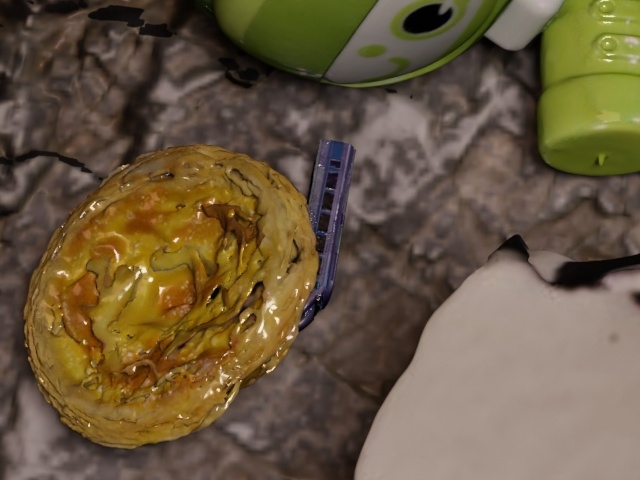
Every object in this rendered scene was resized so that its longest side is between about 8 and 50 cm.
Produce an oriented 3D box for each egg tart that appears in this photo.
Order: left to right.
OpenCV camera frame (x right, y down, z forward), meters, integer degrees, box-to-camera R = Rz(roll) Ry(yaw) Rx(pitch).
[{"bbox_3d":[-0.054,0.023,0.740,0.128,0.049,0.129,-12,59,21],"label":"egg tart"}]

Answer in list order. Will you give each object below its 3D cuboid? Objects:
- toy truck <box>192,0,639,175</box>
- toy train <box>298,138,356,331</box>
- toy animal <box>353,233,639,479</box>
[{"bbox_3d":[0.062,-0.139,0.773,0.210,0.148,0.187,21,63,-10],"label":"toy truck"},{"bbox_3d":[0.000,0.000,0.770,0.017,0.017,0.083,9,66,2],"label":"toy train"},{"bbox_3d":[0.134,0.102,0.636,0.208,0.156,0.204,11,65,37],"label":"toy animal"}]
